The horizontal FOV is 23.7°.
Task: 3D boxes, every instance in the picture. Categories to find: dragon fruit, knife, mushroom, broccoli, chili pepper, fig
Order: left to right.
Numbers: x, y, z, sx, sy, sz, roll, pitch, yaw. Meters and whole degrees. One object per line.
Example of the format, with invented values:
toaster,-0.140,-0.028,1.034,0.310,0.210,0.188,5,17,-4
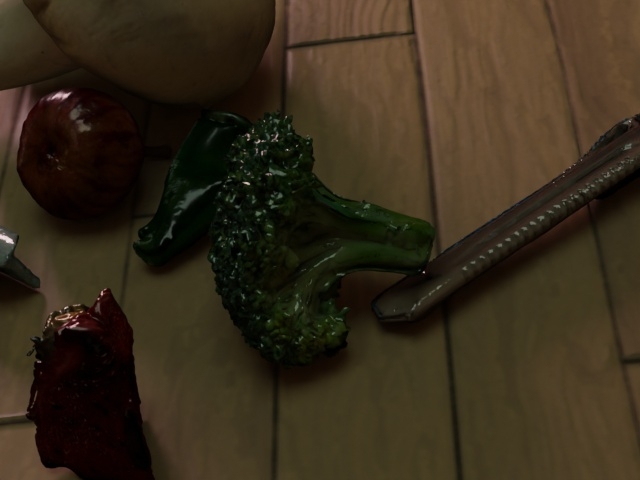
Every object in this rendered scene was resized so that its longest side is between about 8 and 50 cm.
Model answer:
dragon fruit,-0.182,0.122,1.167,0.092,0.192,0.122,-9,55,-9
fig,-0.218,-0.093,1.460,0.128,0.128,0.150,22,52,31
mushroom,-0.213,-0.279,1.521,0.356,0.315,0.315,12,42,-5
chili pepper,-0.106,-0.056,1.447,0.108,0.062,0.216,15,47,35
broccoli,0.000,0.000,1.283,0.194,0.194,0.220,1,76,13
knife,0.193,-0.023,1.363,0.365,0.043,0.089,-34,13,-21

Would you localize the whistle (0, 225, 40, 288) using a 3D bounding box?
whistle,-0.387,-0.022,1.465,0.312,0.062,0.062,24,51,32
